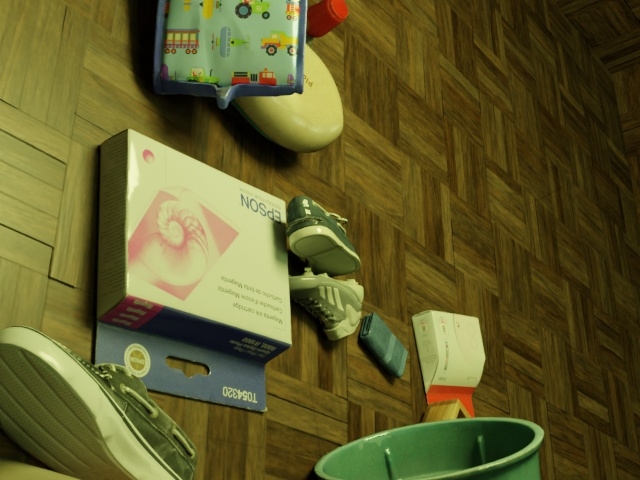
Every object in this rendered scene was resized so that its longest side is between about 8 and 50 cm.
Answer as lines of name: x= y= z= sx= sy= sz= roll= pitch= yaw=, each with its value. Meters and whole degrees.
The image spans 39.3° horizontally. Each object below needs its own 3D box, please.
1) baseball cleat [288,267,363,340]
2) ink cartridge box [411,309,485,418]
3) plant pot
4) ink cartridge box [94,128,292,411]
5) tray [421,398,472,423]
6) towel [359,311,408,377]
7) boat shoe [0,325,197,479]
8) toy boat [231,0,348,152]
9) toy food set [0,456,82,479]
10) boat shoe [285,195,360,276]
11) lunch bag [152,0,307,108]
baseball cleat: x=0.006 y=0.106 z=1.457 sx=0.205 sy=0.072 sz=0.110 roll=9 pitch=75 yaw=-47
ink cartridge box: x=0.267 y=0.261 z=1.766 sx=0.189 sy=0.066 sz=0.232 roll=14 pitch=59 yaw=-51
plant pot: x=0.185 y=0.467 z=1.325 sx=0.341 sy=0.341 sz=0.334 roll=-10 pitch=91 yaw=-56
ink cartridge box: x=-0.164 y=0.051 z=1.245 sx=0.324 sy=0.071 sz=0.330 roll=23 pitch=54 yaw=-48
tray: x=0.297 y=0.511 z=1.653 sx=0.411 sy=0.076 sz=0.203 roll=55 pitch=40 yaw=-21
towel: x=0.112 y=0.189 z=1.602 sx=0.119 sy=0.029 sz=0.067 roll=51 pitch=37 yaw=-27
boat shoe: x=-0.255 y=0.198 z=1.015 sx=0.119 sy=0.121 sz=0.335 roll=-80 pitch=148 yaw=-48
toy boat: x=-0.056 y=-0.295 z=1.533 sx=0.267 sy=0.148 sz=0.318 roll=45 pitch=48 yaw=-25
toy food set: x=-0.286 y=0.326 z=0.804 sx=0.306 sy=0.219 sz=0.092 roll=-45 pitch=139 yaw=-55
boat shoe: x=0.000 y=0.000 z=1.442 sx=0.254 sy=0.095 sz=0.079 roll=40 pitch=36 yaw=-65
lunch bag: x=-0.130 y=-0.331 z=1.338 sx=0.138 sy=0.220 sz=0.293 roll=93 pitch=0 yaw=-66
